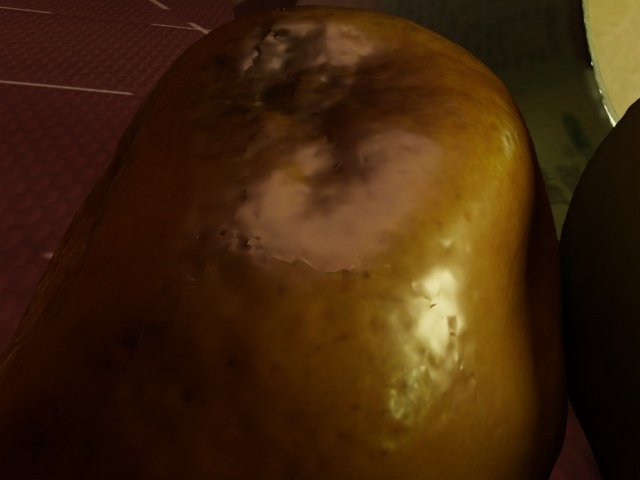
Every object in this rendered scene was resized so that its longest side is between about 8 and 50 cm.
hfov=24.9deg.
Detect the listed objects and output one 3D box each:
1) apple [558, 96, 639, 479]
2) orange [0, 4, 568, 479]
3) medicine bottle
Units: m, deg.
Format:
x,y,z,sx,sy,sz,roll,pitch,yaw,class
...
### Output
x,y,z,sx,sy,sz,roll,pitch,yaw,class
0.220,0.032,0.523,0.279,0.279,0.279,8,14,-2,apple
-0.005,0.040,0.508,0.183,0.249,0.249,30,10,-13,orange
0.108,-0.108,0.969,0.235,0.236,0.406,-2,-4,-36,medicine bottle
